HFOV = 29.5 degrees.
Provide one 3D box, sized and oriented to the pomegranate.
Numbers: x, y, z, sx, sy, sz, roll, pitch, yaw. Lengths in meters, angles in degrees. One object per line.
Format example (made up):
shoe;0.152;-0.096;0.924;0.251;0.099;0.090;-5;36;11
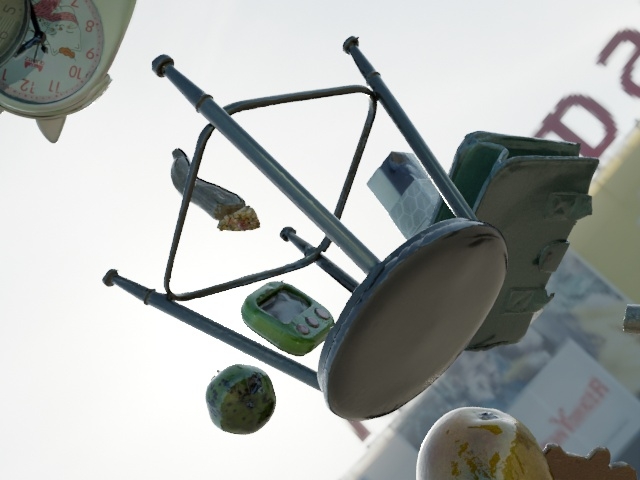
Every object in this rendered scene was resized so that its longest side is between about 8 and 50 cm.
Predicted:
pomegranate;-0.142;0.259;2.025;0.122;0.161;0.122;-9;-73;-32

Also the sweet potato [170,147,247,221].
sweet potato;-0.239;-0.103;2.444;0.081;0.233;0.062;-29;-33;-38

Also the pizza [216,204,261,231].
pizza;-0.139;-0.033;2.155;0.083;0.025;0.078;-2;-28;-19

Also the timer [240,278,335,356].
timer;-0.050;0.117;1.822;0.047;0.128;0.140;-63;-14;25

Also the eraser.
eraser;0.238;0.005;2.208;0.096;0.404;0.098;1;-46;-47

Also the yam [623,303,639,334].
yam;0.559;0.133;1.981;0.054;0.132;0.054;-17;-71;-62

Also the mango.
mango;0.305;0.513;2.147;0.232;0.446;0.300;-3;-19;-20

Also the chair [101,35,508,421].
chair;0.000;0.000;1.604;0.362;0.410;0.365;-14;-44;-42

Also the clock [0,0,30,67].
clock;-0.514;-0.320;1.709;0.215;0.042;0.215;-18;-46;-19

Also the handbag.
handbag;0.263;0.008;1.775;0.238;0.089;0.326;0;-61;-35

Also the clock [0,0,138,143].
clock;-0.444;-0.326;1.930;0.108;0.265;0.324;-123;49;-81

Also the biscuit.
biscuit;0.502;0.445;2.305;0.031;0.205;0.138;-104;23;-62
